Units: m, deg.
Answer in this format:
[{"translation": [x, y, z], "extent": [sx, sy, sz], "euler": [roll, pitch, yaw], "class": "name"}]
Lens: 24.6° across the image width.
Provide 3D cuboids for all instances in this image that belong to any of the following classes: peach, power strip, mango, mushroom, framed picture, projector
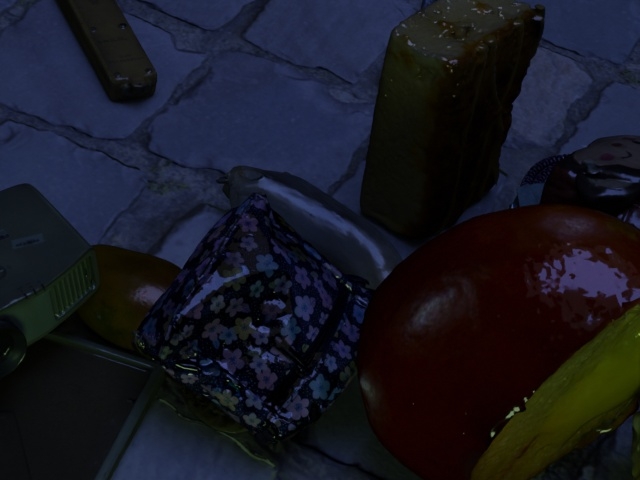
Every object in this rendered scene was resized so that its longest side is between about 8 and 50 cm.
[{"translation": [0.209, 0.105, 1.395], "extent": [0.338, 0.281, 0.281], "euler": [-9, 34, 27], "class": "peach"}, {"translation": [-0.286, -0.279, 1.904], "extent": [0.064, 0.044, 0.305], "euler": [-12, 49, -24], "class": "power strip"}, {"translation": [-0.200, 0.059, 1.526], "extent": [0.163, 0.089, 0.111], "euler": [16, 30, 19], "class": "mango"}, {"translation": [0.001, -0.002, 1.633], "extent": [0.278, 0.099, 0.096], "euler": [31, 51, 15], "class": "mushroom"}, {"translation": [-0.313, 0.197, 1.398], "extent": [0.240, 0.020, 0.324], "euler": [17, 43, 6], "class": "framed picture"}, {"translation": [-0.358, 0.062, 1.444], "extent": [0.269, 0.088, 0.193], "euler": [-27, 46, -24], "class": "projector"}]

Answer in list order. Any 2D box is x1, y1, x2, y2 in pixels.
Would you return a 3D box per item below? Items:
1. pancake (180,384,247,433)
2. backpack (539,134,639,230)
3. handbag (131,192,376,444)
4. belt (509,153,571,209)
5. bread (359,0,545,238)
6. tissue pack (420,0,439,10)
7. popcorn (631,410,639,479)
[{"translation": [-0.088, 0.152, 1.503], "extent": [0.115, 0.011, 0.115], "euler": [7, 42, -6], "class": "pancake"}, {"translation": [0.341, -0.022, 1.526], "extent": [0.229, 0.139, 0.229], "euler": [10, 25, -5], "class": "backpack"}, {"translation": [-0.052, 0.084, 1.460], "extent": [0.208, 0.127, 0.229], "euler": [43, 53, -13], "class": "handbag"}, {"translation": [0.344, 0.027, 1.660], "extent": [0.260, 0.122, 0.325], "euler": [-9, 46, -28], "class": "belt"}, {"translation": [0.148, -0.141, 1.681], "extent": [0.114, 0.275, 0.185], "euler": [36, 48, 24], "class": "bread"}, {"translation": [0.196, -0.318, 2.026], "extent": [0.111, 0.079, 0.085], "euler": [12, 43, 0], "class": "tissue pack"}, {"translation": [0.425, 0.220, 1.416], "extent": [0.249, 0.249, 0.225], "euler": [-15, 78, -27], "class": "popcorn"}]
